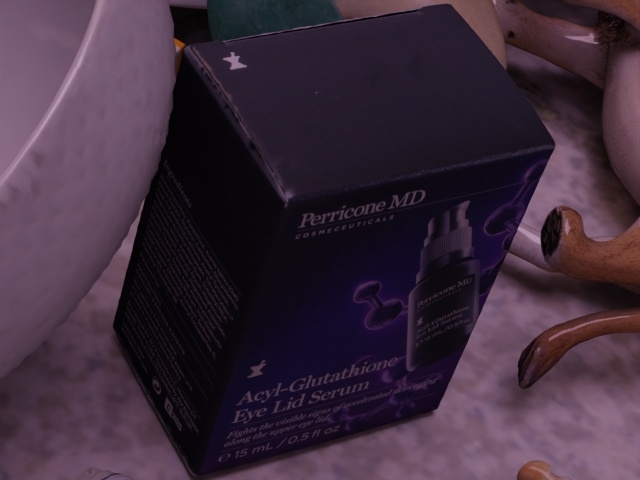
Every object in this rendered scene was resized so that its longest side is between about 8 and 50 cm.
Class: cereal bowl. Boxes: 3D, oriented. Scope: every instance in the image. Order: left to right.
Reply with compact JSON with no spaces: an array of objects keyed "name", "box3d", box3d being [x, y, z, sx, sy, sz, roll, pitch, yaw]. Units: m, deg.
[{"name":"cereal bowl","box3d":[-0.208,-0.036,0.934,0.339,0.141,0.339,-17,49,21]}]

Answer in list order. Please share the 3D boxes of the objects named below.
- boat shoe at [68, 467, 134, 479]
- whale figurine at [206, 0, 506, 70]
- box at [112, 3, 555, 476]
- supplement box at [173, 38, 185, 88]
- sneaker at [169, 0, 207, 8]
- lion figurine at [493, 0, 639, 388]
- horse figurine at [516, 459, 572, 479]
[{"name":"boat shoe","box3d":[-0.131,0.138,0.931,0.035,0.035,0.100,17,41,39]},{"name":"whale figurine","box3d":[0.018,-0.143,1.133,0.216,0.141,0.272,57,17,-15]},{"name":"box","box3d":[0.000,0.000,0.977,0.153,0.207,0.108,-13,53,-28]},{"name":"supplement box","box3d":[-0.132,-0.093,1.146,0.062,0.036,0.098,32,45,14]},{"name":"sneaker","box3d":[-0.124,-0.195,1.188,0.258,0.091,0.094,10,9,-8]},{"name":"lion figurine","box3d":[0.218,-0.060,1.180,0.240,0.142,0.392,17,58,-17]},{"name":"horse figurine","box3d":[0.099,0.205,0.915,0.263,0.066,0.174,-26,54,-33]}]
